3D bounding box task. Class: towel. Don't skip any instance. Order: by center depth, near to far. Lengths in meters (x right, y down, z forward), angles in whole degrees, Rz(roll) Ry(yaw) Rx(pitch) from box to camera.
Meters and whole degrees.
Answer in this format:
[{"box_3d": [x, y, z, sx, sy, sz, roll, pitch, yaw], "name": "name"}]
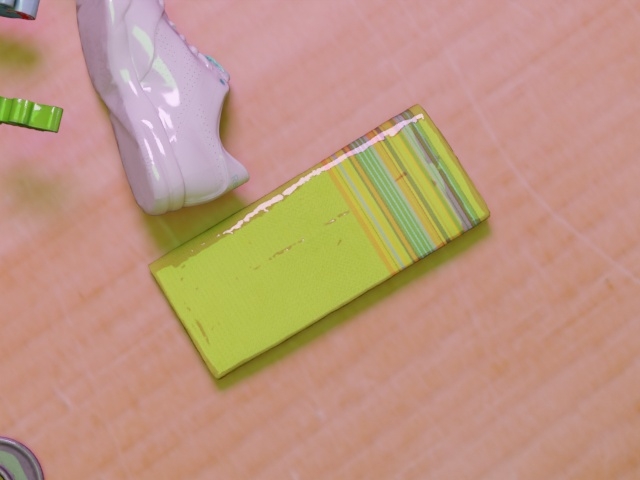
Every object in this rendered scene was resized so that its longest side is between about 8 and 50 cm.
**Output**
[{"box_3d": [0.000, 0.000, 0.994, 0.237, 0.021, 0.102, -31, 83, -4], "name": "towel"}]

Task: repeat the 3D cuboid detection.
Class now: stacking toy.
[{"box_3d": [-0.260, -0.174, 0.953, 0.221, 0.052, 0.167, 13, 86, 14], "name": "stacking toy"}]

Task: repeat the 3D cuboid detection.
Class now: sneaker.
[{"box_3d": [-0.112, -0.126, 0.977, 0.094, 0.080, 0.212, -14, 83, -24], "name": "sneaker"}]

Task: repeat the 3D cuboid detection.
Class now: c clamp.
[{"box_3d": [-0.264, 0.202, 0.962, 0.160, 0.022, 0.137, 15, 85, -2], "name": "c clamp"}]
